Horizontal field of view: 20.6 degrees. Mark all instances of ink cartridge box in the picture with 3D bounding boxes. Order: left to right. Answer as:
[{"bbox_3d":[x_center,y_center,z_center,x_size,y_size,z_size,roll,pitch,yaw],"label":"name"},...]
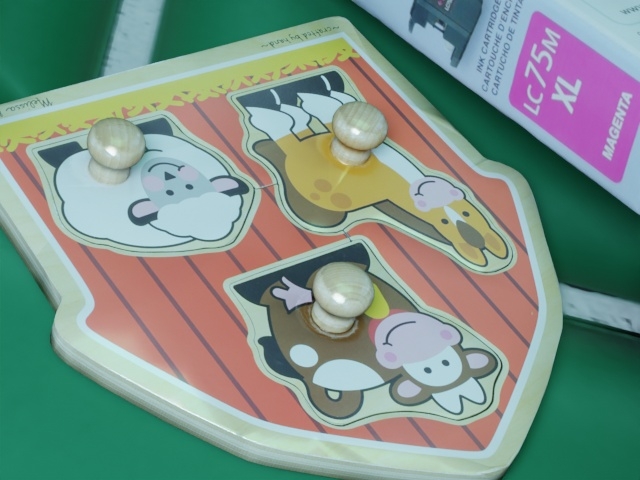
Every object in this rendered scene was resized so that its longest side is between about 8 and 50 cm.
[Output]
[{"bbox_3d":[0.080,-0.137,0.699,0.186,0.065,0.311,-21,51,-37],"label":"ink cartridge box"}]

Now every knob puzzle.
[{"bbox_3d":[0.000,0.000,0.570,0.213,0.030,0.213,12,43,-11],"label":"knob puzzle"}]
